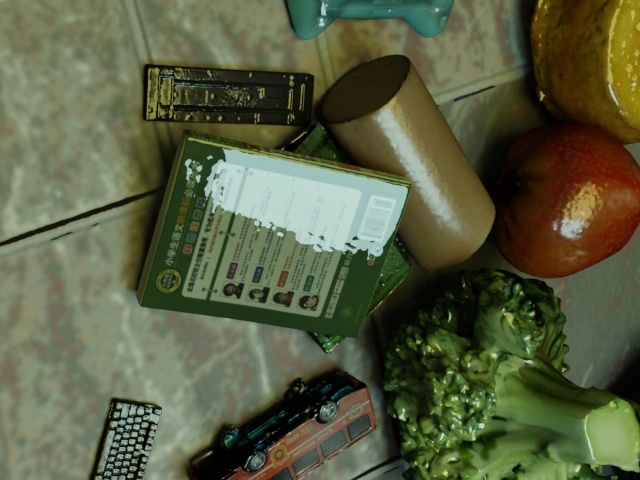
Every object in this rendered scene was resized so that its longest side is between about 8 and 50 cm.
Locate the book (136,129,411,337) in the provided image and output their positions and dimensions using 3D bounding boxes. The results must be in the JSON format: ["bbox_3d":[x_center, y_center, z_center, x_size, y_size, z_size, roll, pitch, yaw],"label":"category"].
[{"bbox_3d":[-0.049,0.000,1.193,0.264,0.027,0.202,10,112,-22],"label":"book"}]

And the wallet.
[{"bbox_3d":[-0.001,-0.001,1.272,0.160,0.055,0.236,-42,121,-12],"label":"wallet"}]

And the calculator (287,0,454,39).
[{"bbox_3d":[0.062,-0.425,1.232,0.256,0.054,0.386,-7,99,-29],"label":"calculator"}]

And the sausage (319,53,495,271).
[{"bbox_3d":[0.112,-0.084,1.285,0.123,0.123,0.253,-44,119,-17],"label":"sausage"}]

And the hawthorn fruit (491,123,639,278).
[{"bbox_3d":[0.331,-0.047,1.365,0.226,0.196,0.196,8,96,-14],"label":"hawthorn fruit"}]

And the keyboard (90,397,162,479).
[{"bbox_3d":[-0.228,0.274,1.212,0.060,0.018,0.195,15,91,-29],"label":"keyboard"}]

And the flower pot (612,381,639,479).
[{"bbox_3d":[0.503,0.297,1.542,0.166,0.269,0.269,-27,113,-2],"label":"flower pot"}]

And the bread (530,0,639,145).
[{"bbox_3d":[0.418,-0.267,1.400,0.312,0.172,0.312,-7,105,-28],"label":"bread"}]

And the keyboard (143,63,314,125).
[{"bbox_3d":[-0.098,-0.160,1.208,0.204,0.013,0.061,-2,101,-31],"label":"keyboard"}]

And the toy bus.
[{"bbox_3d":[-0.041,0.242,1.287,0.235,0.073,0.096,-32,121,-23],"label":"toy bus"}]

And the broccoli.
[{"bbox_3d":[0.221,0.200,1.325,0.277,0.317,0.338,-24,79,-27],"label":"broccoli"}]
